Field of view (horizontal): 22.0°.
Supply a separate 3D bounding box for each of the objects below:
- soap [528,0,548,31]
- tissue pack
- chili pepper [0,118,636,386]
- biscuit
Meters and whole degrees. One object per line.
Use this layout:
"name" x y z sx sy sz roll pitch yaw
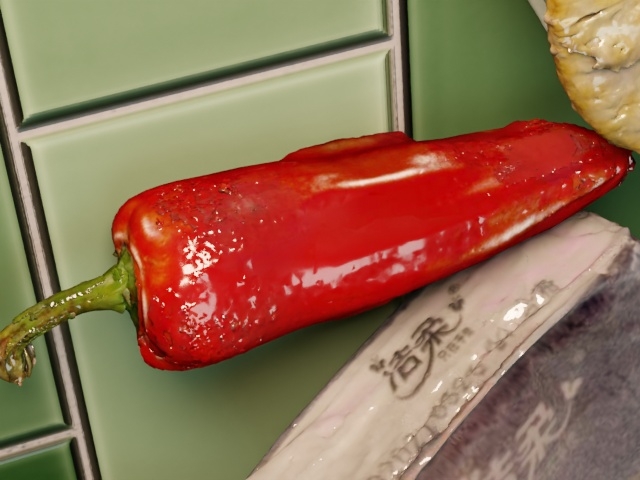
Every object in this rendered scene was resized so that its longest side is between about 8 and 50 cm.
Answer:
"soap" 0.153 -0.209 0.858 0.160 0.087 0.265 -37 131 5
"tissue pack" 0.137 0.198 1.081 0.288 0.124 0.394 -47 133 -19
"chili pepper" 0.000 0.000 0.935 0.388 0.110 0.110 -15 129 -15
"biscuit" 0.214 -0.135 0.861 0.220 0.033 0.220 -13 130 -16
